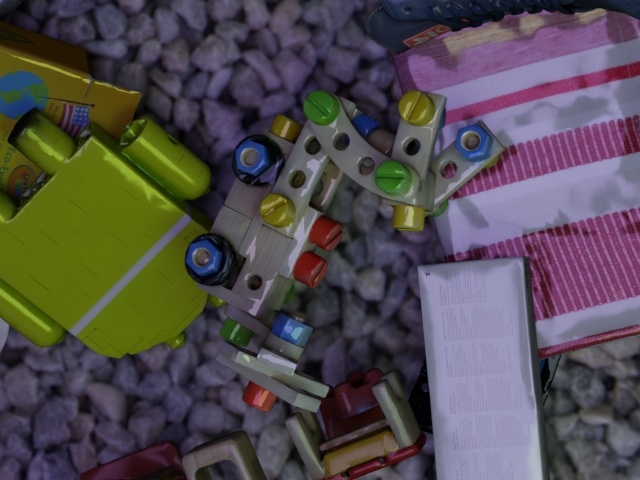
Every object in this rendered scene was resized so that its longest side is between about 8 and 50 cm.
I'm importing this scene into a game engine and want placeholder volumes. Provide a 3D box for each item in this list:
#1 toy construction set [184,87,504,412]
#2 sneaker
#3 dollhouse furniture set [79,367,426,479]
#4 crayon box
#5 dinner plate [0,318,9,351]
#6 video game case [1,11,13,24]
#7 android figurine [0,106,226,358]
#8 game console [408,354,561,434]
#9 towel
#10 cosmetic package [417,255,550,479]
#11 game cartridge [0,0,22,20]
[{"bbox_3d":[0.000,0.000,1.604,0.215,0.151,0.327,26,77,22],"label":"toy construction set"},{"bbox_3d":[0.128,-0.224,1.590,0.350,0.131,0.148,21,91,25],"label":"sneaker"},{"bbox_3d":[-0.066,0.248,1.671,0.374,0.201,0.152,-22,92,11],"label":"dollhouse furniture set"},{"bbox_3d":[-0.352,-0.114,1.686,0.319,0.081,0.202,18,112,-19],"label":"crayon box"},{"bbox_3d":[-0.383,0.075,1.810,0.141,0.017,0.141,1,96,11],"label":"dinner plate"},{"bbox_3d":[-0.419,-0.184,1.781,0.212,0.023,0.193,14,99,10],"label":"video game case"},{"bbox_3d":[-0.209,0.002,1.696,0.273,0.056,0.248,39,103,-23],"label":"android figurine"},{"bbox_3d":[0.151,0.135,1.675,0.122,0.107,0.071,19,131,10],"label":"game console"},{"bbox_3d":[0.213,-0.061,1.639,0.237,0.037,0.329,-15,88,14],"label":"towel"},{"bbox_3d":[0.150,0.136,1.616,0.099,0.060,0.239,-5,89,12],"label":"cosmetic package"},{"bbox_3d":[-0.371,-0.388,1.717,0.230,0.068,0.355,-38,86,13],"label":"game cartridge"}]
